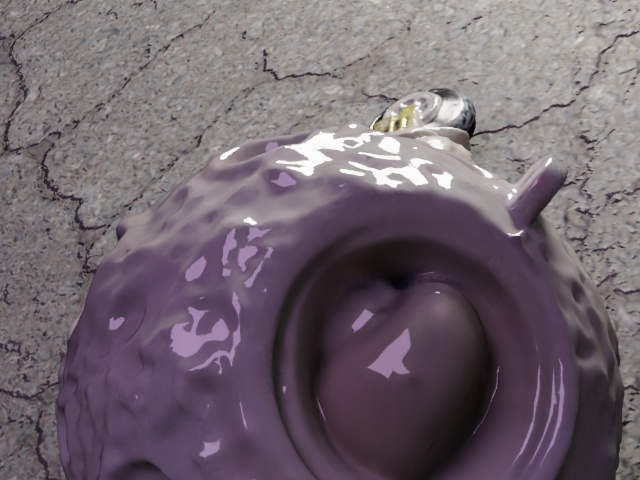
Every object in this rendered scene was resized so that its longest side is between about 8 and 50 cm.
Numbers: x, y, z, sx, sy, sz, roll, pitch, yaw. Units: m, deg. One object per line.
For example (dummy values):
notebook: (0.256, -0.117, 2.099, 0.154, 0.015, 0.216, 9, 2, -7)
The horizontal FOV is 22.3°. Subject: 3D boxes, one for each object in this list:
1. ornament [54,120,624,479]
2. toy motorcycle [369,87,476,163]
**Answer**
ornament: (0.009, 0.103, 0.968, 0.337, 0.337, 0.337, -21, 40, 19)
toy motorcycle: (0.000, 0.000, 1.254, 0.340, 0.108, 0.223, -32, 32, -6)
